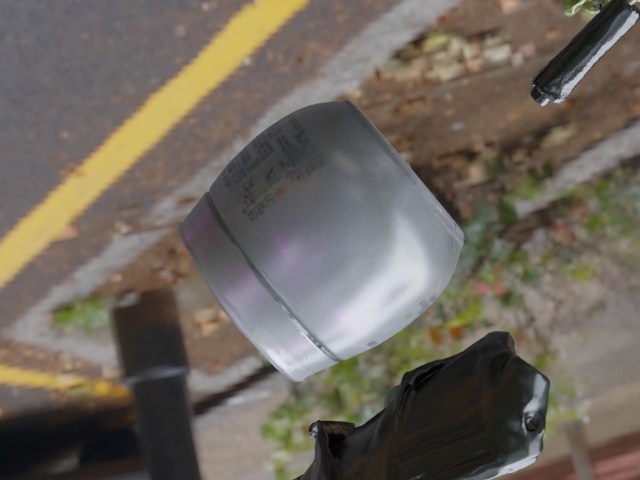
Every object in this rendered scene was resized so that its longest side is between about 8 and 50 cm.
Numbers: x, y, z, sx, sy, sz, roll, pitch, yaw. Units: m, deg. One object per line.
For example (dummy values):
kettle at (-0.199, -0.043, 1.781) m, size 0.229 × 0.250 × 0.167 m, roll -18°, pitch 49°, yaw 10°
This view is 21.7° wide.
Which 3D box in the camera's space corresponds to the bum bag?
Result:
bum bag at (0.056, 0.160, 1.274) m, size 0.079 × 0.142 × 0.326 m, roll 32°, pitch 136°, yaw -22°

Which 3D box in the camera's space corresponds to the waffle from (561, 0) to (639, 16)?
waffle at (0.325, -0.350, 1.786) m, size 0.223 × 0.204 × 0.054 m, roll -30°, pitch -149°, yaw -27°

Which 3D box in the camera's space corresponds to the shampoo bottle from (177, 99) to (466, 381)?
shampoo bottle at (0.000, 0.000, 1.880) m, size 0.266 × 0.273 × 0.273 m, roll -40°, pitch 160°, yaw 6°

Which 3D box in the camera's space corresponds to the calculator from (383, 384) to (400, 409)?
calculator at (0.047, 0.268, 1.449) m, size 0.184 × 0.295 × 0.042 m, roll 12°, pitch 167°, yaw 43°

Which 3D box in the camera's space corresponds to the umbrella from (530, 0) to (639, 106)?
umbrella at (0.252, -0.179, 1.587) m, size 0.133 × 0.036 × 0.031 m, roll -46°, pitch 152°, yaw 12°

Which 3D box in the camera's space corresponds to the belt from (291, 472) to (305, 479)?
belt at (-0.066, 0.371, 1.967) m, size 0.261 × 0.105 × 0.184 m, roll -27°, pitch 161°, yaw -24°
